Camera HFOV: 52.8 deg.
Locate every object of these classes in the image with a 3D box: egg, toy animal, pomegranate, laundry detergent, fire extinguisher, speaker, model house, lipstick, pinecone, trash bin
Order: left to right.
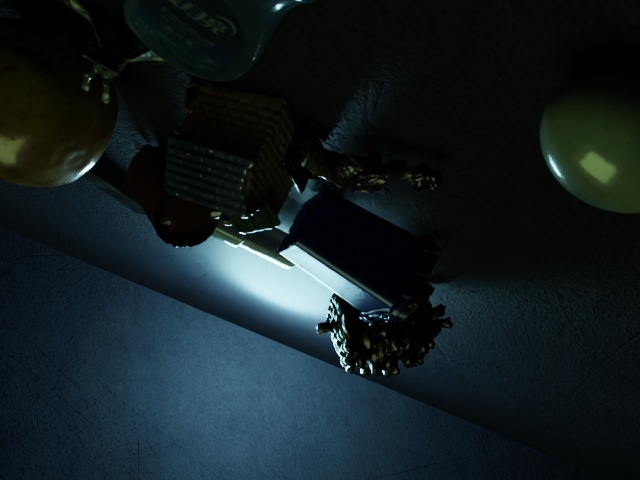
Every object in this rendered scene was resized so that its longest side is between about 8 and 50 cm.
[{"bbox_3d":[-0.403,-0.192,0.901,0.248,0.248,0.248,20,163,7],"label":"pomegranate"},{"bbox_3d":[-0.275,-0.230,0.828,0.219,0.095,0.155,27,158,-12],"label":"toy animal"},{"bbox_3d":[-0.459,-0.126,1.447,0.082,0.044,0.218,11,160,33],"label":"speaker"},{"bbox_3d":[-0.267,-0.076,1.115,0.106,0.148,0.337,-9,-156,-22],"label":"fire extinguisher"},{"bbox_3d":[-0.076,-0.236,0.559,0.143,0.094,0.289,33,161,-20],"label":"laundry detergent"},{"bbox_3d":[-0.122,-0.095,0.910,0.166,0.172,0.183,14,162,21],"label":"model house"},{"bbox_3d":[-0.160,-0.024,1.329,0.252,0.079,0.077,26,161,-16],"label":"lipstick"},{"bbox_3d":[0.064,0.024,1.078,0.234,0.163,0.184,32,161,-11],"label":"trash bin"},{"bbox_3d":[0.124,0.172,1.318,0.257,0.244,0.243,21,163,-11],"label":"pinecone"},{"bbox_3d":[0.262,-0.083,0.565,0.152,0.114,0.114,26,163,-23],"label":"egg"}]

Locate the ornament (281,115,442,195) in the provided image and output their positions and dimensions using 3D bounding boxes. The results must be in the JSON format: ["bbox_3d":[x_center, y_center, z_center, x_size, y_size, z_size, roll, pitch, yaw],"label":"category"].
[{"bbox_3d":[0.060,-0.089,0.851,0.203,0.088,0.081,16,163,16],"label":"ornament"}]

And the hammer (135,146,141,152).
[{"bbox_3d":[-0.329,-0.147,1.271,0.035,0.019,0.110,11,157,31],"label":"hammer"}]
